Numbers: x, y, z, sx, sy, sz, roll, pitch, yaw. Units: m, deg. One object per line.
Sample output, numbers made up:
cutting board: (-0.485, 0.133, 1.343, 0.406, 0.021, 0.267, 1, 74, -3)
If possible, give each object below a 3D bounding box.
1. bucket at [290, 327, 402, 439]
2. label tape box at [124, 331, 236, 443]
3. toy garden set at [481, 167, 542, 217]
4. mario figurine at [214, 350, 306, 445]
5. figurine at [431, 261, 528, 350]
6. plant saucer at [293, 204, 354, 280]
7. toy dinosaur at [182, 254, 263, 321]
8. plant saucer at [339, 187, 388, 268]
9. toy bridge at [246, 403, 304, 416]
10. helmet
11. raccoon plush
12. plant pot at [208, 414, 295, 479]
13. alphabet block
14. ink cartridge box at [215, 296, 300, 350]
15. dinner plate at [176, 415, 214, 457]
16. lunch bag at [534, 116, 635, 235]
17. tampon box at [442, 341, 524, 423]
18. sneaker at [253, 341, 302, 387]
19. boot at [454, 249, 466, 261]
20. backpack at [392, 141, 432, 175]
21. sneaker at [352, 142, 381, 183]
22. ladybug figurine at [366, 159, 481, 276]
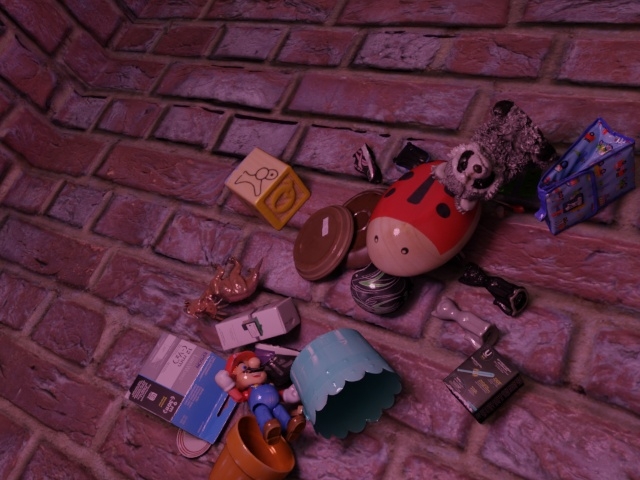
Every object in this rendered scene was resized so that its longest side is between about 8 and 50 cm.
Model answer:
bucket: (0.062, 0.389, 1.717, 0.281, 0.281, 0.183, -38, 49, 1)
label tape box: (-0.427, 0.466, 2.005, 0.348, 0.115, 0.249, 12, 63, 37)
toy garden set: (0.543, -0.146, 1.946, 0.244, 0.049, 0.203, 10, 64, 31)
mario figurine: (-0.171, 0.421, 1.788, 0.170, 0.198, 0.320, -44, 48, -5)
figurine: (0.441, 0.179, 1.777, 0.215, 0.092, 0.209, -49, 44, -7)
plant saucer: (0.000, 0.000, 2.073, 0.278, 0.041, 0.277, -32, 42, 35)
toy dinosaur: (-0.303, 0.172, 2.112, 0.296, 0.127, 0.200, -22, 42, 8)
plant saucer: (0.139, -0.054, 2.048, 0.311, 0.050, 0.310, -24, 46, 27)
toy bridge: (-0.123, 0.508, 1.864, 0.188, 0.063, 0.026, -2, 60, 22)
helmet: (0.177, 0.144, 1.877, 0.161, 0.169, 0.169, -37, 49, -19)
raccoon plush: (0.514, -0.206, 1.812, 0.299, 0.446, 0.216, -41, 65, 17)
plant pot: (-0.208, 0.634, 1.760, 0.188, 0.205, 0.205, -51, 50, 11)
alphabet block: (-0.191, -0.187, 2.255, 0.197, 0.193, 0.192, 35, 82, 38)
ink cartridge box: (-0.195, 0.263, 1.985, 0.219, 0.160, 0.092, -19, 92, 16)
dinner plate: (-0.390, 0.612, 1.966, 0.141, 0.017, 0.141, -12, 56, 19)
lunch bag: (0.717, -0.158, 1.748, 0.293, 0.221, 0.138, -38, 51, 1)
tampon box: (0.428, 0.373, 1.640, 0.161, 0.101, 0.120, -41, 51, -2)
sneaker: (-0.085, 0.394, 1.912, 0.283, 0.107, 0.124, 6, 80, 33)
boot: (0.313, 0.043, 1.925, 0.178, 0.085, 0.236, -49, 52, -2)
backpack: (0.319, -0.260, 2.106, 0.105, 0.084, 0.114, -49, 48, -9)
sneaker: (0.160, -0.259, 2.210, 0.077, 0.072, 0.178, -32, 42, 21)
ladybug figurine: (0.304, -0.091, 1.842, 0.305, 0.162, 0.449, 19, 55, 29)
